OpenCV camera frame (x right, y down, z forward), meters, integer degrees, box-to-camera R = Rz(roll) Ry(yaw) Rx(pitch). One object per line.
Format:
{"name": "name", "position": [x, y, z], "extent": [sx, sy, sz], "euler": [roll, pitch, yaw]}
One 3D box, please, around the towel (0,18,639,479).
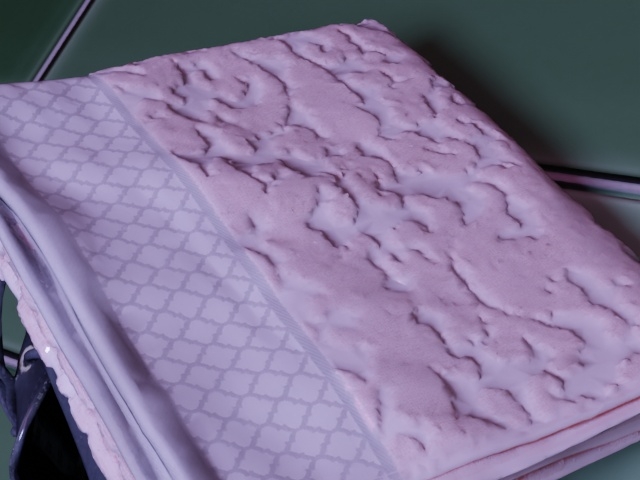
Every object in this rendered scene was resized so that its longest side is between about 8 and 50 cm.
{"name": "towel", "position": [0.000, 0.000, 0.617], "extent": [0.317, 0.053, 0.332], "euler": [-15, 49, -32]}

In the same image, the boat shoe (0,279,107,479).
{"name": "boat shoe", "position": [-0.113, 0.086, 0.687], "extent": [0.156, 0.187, 0.500], "euler": [-39, 51, -6]}
